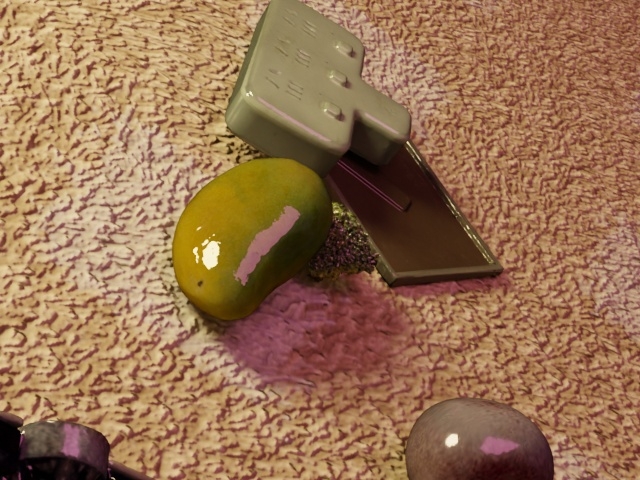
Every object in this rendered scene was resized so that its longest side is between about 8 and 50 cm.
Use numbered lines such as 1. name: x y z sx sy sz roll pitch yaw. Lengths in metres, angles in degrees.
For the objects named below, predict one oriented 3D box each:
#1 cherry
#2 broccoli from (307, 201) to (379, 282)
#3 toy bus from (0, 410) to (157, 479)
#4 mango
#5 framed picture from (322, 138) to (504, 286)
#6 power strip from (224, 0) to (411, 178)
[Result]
1. cherry: 0.162 0.193 1.276 0.188 0.148 0.115 0 83 -19
2. broccoli: 0.000 0.000 1.420 0.092 0.097 0.095 89 -18 -80
3. toy bus: -0.134 0.227 0.863 0.305 0.179 0.143 32 46 -38
4. mango: -0.066 -0.009 1.318 0.122 0.085 0.191 32 45 18
5. framed picture: 0.073 -0.058 1.588 0.189 0.023 0.260 -4 52 -46
6. power strip: 0.007 -0.154 1.571 0.194 0.059 0.265 30 32 -13
